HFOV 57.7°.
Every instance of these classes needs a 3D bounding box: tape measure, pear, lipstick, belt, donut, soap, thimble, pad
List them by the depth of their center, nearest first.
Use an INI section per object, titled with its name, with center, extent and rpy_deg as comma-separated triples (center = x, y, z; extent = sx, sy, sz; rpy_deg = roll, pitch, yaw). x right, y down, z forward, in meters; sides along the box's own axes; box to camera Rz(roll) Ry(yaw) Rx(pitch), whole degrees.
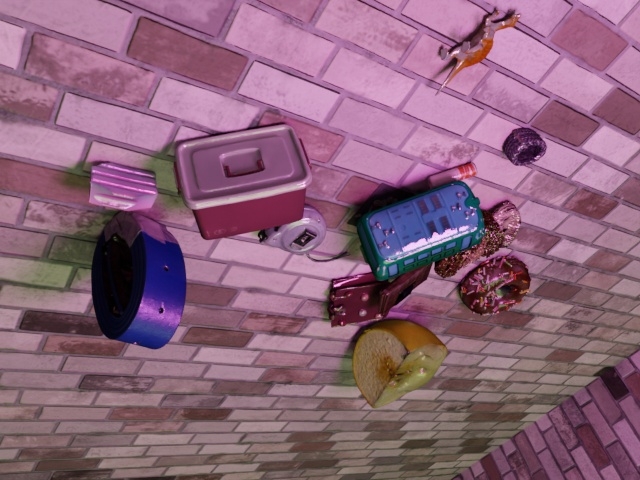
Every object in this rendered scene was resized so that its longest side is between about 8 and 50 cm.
[soap]
center = -0.437, -0.116, 1.272
extent = 0.149, 0.100, 0.056
rpy_deg = 11, 132, -33
[belt]
center = -0.417, 0.083, 1.317
extent = 0.117, 0.347, 0.212
rpy_deg = 26, 116, -41
[thimble]
center = 0.552, -0.249, 1.569
extent = 0.104, 0.066, 0.095
rpy_deg = 12, 129, -34
[lipstick]
center = 0.362, -0.177, 1.592
extent = 0.131, 0.038, 0.038
rpy_deg = -18, 141, -2
[tape measure]
center = 0.000, 0.001, 1.608
extent = 0.330, 0.084, 0.164
rpy_deg = 21, 130, -37
[pad]
center = 0.216, -0.076, 1.674
extent = 0.245, 0.006, 0.170
rpy_deg = 16, 128, -36
[donut]
center = 0.621, 0.167, 2.052
extent = 0.270, 0.103, 0.269
rpy_deg = -11, 141, -9
[pear]
center = 0.303, 0.411, 2.111
extent = 0.318, 0.238, 0.342
rpy_deg = -5, 134, -36

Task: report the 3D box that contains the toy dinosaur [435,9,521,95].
[toy dinosaur]
center = 0.341, -0.425, 1.302
extent = 0.142, 0.057, 0.212
rpy_deg = -18, 157, -35

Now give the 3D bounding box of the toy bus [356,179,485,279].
[toy bus]
center = 0.273, -0.034, 1.568
extent = 0.343, 0.183, 0.199
rpy_deg = -21, 165, 0

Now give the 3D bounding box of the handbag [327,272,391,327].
[handbag]
center = 0.128, 0.195, 1.894
extent = 0.216, 0.074, 0.203
rpy_deg = -10, 138, -14

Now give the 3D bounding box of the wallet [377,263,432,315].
[wallet]
center = 0.271, 0.142, 1.848
extent = 0.230, 0.042, 0.124
rpy_deg = -36, 148, -31

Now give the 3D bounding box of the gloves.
[gloves]
center = 0.458, 0.002, 1.759
extent = 0.312, 0.135, 0.210
rpy_deg = -24, 167, -29

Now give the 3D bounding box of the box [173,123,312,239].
[box]
center = -0.170, -0.124, 1.313
extent = 0.294, 0.193, 0.167
rpy_deg = -12, 146, -10
